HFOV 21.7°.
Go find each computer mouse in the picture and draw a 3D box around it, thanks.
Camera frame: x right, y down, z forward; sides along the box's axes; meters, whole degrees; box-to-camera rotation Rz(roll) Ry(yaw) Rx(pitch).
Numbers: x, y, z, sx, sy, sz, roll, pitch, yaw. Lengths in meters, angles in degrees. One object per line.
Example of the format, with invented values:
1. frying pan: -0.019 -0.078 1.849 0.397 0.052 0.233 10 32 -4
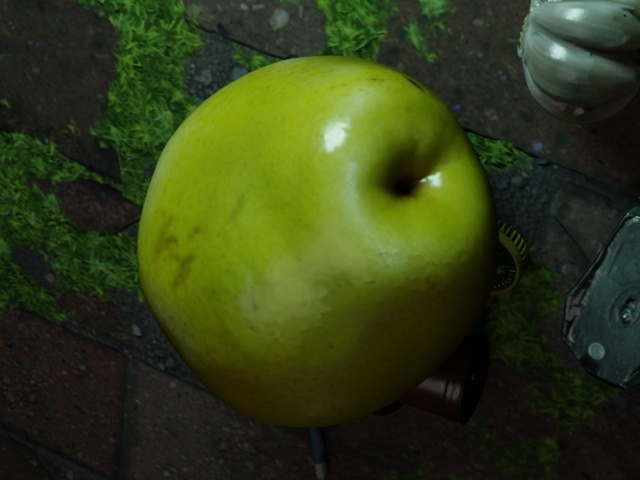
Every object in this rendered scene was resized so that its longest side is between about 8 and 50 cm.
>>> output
1. computer mouse: 0.329 0.052 1.681 0.126 0.071 0.231 39 124 21

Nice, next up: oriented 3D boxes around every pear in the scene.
1. pear: 0.000 0.000 1.636 0.362 0.362 0.418 48 147 -7

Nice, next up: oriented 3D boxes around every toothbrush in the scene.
1. toothbrush: -0.016 0.178 2.008 0.025 0.019 0.275 1 121 21

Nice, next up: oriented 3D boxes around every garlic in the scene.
1. garlic: 0.273 -0.168 1.535 0.194 0.127 0.131 16 127 -4

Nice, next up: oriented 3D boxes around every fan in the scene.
1. fan: 0.172 0.041 1.785 0.082 0.039 0.155 26 132 12

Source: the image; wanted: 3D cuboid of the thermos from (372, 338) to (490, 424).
1. thermos: 0.066 0.125 1.866 0.232 0.099 0.124 17 133 19
